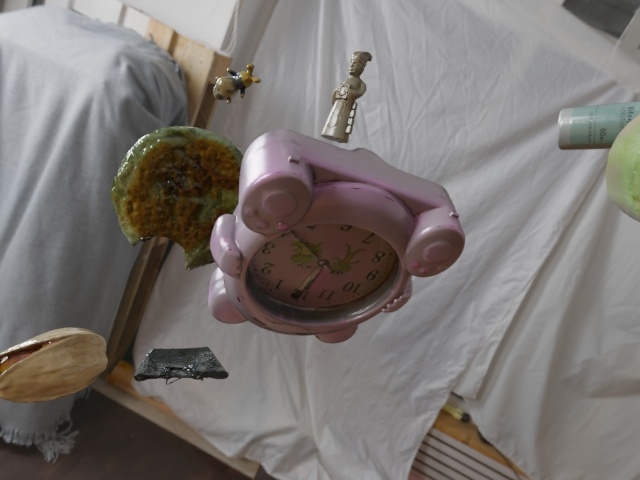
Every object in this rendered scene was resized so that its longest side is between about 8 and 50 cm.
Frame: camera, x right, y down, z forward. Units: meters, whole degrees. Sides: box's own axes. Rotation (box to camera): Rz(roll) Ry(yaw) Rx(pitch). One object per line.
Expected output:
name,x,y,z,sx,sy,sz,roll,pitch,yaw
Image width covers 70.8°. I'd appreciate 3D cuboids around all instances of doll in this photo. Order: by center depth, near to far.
doll,-0.276,-0.495,1.431,0.089,0.179,0.102,-38,105,-55

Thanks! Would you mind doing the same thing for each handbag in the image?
handbag,-0.430,0.396,1.395,0.270,0.089,0.175,3,3,-20

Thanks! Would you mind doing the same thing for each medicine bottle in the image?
medicine bottle,0.772,-0.279,1.081,0.351,0.110,0.110,5,5,35

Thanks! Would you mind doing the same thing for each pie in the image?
pie,-0.271,-0.088,0.923,0.302,0.303,0.067,21,9,-15

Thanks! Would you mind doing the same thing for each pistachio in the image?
pistachio,-0.597,0.273,0.997,0.229,0.157,0.157,-10,38,-34

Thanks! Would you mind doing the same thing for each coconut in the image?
coconut,0.601,-0.114,0.751,0.235,0.205,0.236,24,23,-11

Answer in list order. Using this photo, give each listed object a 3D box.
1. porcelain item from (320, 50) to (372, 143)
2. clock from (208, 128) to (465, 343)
porcelain item,0.064,-0.336,1.045,0.084,0.213,0.054,22,6,34
clock,-0.002,0.024,0.623,0.295,0.322,0.113,16,43,-20
